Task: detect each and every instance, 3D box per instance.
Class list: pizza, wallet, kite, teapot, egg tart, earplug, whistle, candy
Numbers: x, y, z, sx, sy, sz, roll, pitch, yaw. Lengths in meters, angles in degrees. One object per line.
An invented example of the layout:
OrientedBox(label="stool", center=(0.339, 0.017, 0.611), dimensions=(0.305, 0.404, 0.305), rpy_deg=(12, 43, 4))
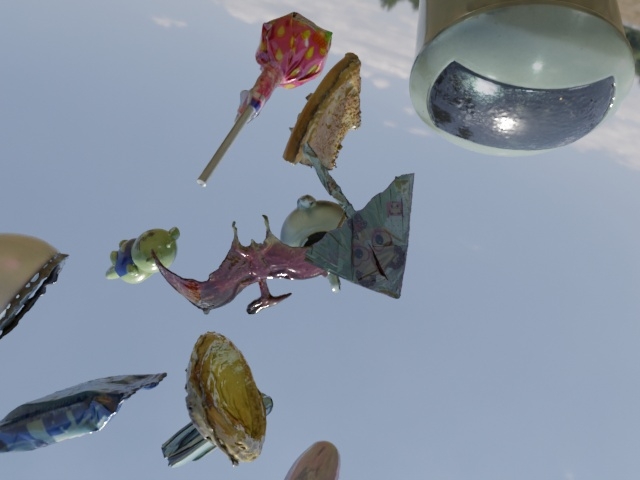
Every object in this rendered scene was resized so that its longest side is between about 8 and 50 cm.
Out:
OrientedBox(label="pizza", center=(0.009, -0.286, 1.842), dimensions=(0.089, 0.323, 0.223), rpy_deg=(23, 162, 24))
OrientedBox(label="wallet", center=(-0.231, 0.426, 1.750), dimensions=(0.075, 0.176, 0.250), rpy_deg=(57, -160, 14))
OrientedBox(label="kite", center=(0.044, -0.032, 1.024), dimensions=(0.012, 0.229, 0.250), rpy_deg=(-16, -110, -50))
OrientedBox(label="teapot", center=(0.000, 0.000, 1.856), dimensions=(0.193, 0.294, 0.129), rpy_deg=(-18, -153, 3))
OrientedBox(label="egg tart", center=(-0.193, 0.310, 1.506), dimensions=(0.095, 0.278, 0.279), rpy_deg=(-23, -163, 12))
OrientedBox(label="earplug", center=(-0.038, 0.642, 1.919), dimensions=(0.172, 0.301, 0.172), rpy_deg=(24, 160, 9))
OrientedBox(label="whistle", center=(-0.364, 0.033, 1.551), dimensions=(0.085, 0.227, 0.105), rpy_deg=(50, -136, -21))
OrientedBox(label="candy", center=(-0.433, 0.290, 1.296), dimensions=(0.331, 0.077, 0.187), rpy_deg=(-17, -177, 9))
OrientedBox(label="candy", center=(-0.096, -0.220, 1.210), dimensions=(0.124, 0.124, 0.365), rpy_deg=(21, -121, 10))

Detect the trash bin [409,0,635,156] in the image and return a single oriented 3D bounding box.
OrientedBox(label="trash bin", center=(0.267, -0.326, 1.068), dimensions=(0.280, 0.280, 0.432), rpy_deg=(13, -121, -12))

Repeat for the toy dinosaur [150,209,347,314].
OrientedBox(label="toy dinosaur", center=(-0.103, 0.020, 1.343), dimensions=(0.206, 0.327, 0.113), rpy_deg=(47, -166, -40))

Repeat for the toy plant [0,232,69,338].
OrientedBox(label="toy plant", center=(-0.595, 0.017, 1.190), dimensions=(0.332, 0.247, 0.247), rpy_deg=(37, -162, -9))
